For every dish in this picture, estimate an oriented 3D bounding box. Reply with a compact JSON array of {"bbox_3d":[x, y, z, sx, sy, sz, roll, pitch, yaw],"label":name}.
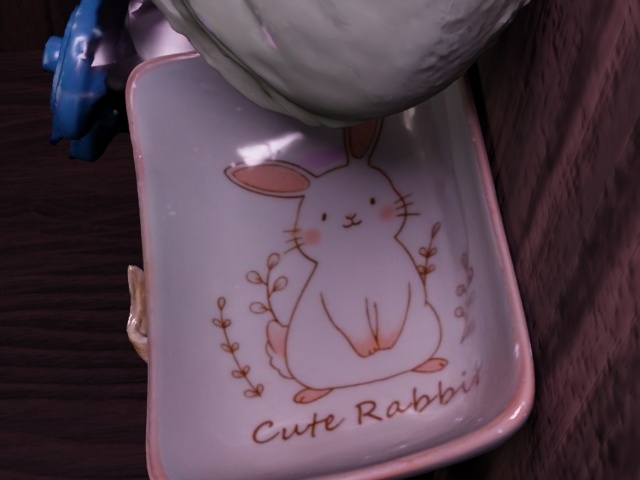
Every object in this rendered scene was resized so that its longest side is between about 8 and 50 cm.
[{"bbox_3d":[0.004,0.009,0.547,0.077,0.151,0.212,57,-158,-58],"label":"dish"}]

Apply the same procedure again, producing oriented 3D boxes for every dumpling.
[{"bbox_3d":[0.006,-0.119,0.426,0.152,0.108,0.219,51,143,4],"label":"dumpling"}]

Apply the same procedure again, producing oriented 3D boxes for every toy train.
[{"bbox_3d":[-0.086,-0.172,0.960,0.300,0.188,0.265,155,128,-84],"label":"toy train"}]

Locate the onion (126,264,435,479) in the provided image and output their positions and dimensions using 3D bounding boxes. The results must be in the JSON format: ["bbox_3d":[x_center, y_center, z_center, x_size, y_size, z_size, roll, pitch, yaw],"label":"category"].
[{"bbox_3d":[-0.005,0.070,0.662,0.177,0.153,0.177,158,90,-79],"label":"onion"}]
